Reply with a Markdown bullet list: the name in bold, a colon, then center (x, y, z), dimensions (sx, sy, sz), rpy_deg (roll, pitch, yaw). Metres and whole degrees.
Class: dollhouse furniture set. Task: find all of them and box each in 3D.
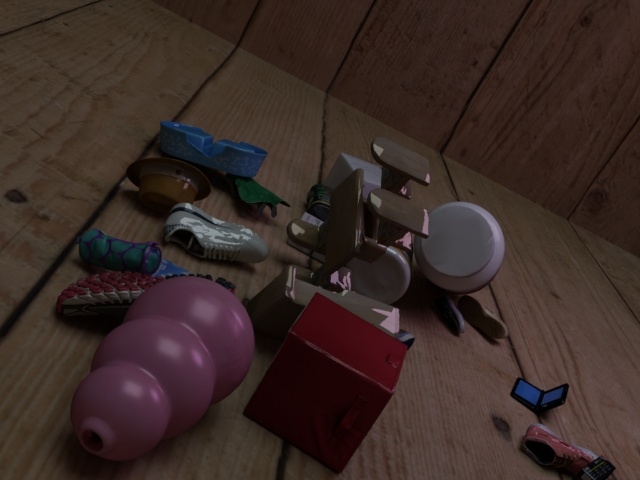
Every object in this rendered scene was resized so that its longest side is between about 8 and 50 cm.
- **dollhouse furniture set**: center (0.015, 0.019, 1.559), dimensions (0.257, 0.362, 0.394), rpy_deg (22, 53, -23)

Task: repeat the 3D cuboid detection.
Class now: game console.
- **game console**: center (0.531, 0.360, 1.815), dimensions (0.071, 0.107, 0.122), rpy_deg (61, 26, 1)

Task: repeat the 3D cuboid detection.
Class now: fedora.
- **fedora**: center (-0.344, -0.111, 1.690), dimensions (0.194, 0.194, 0.079), rpy_deg (19, 61, -25)

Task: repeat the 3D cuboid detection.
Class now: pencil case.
- **pencil case**: center (-0.364, 0.022, 1.366), dimensions (0.152, 0.070, 0.064), rpy_deg (13, 2, 19)

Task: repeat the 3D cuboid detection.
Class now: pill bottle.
- **pill bottle**: center (0.154, 0.042, 1.908), dimensions (0.162, 0.162, 0.278), rpy_deg (29, 22, -1)
- **pill bottle**: center (0.364, 0.023, 1.972), dimensions (0.229, 0.229, 0.408), rpy_deg (35, 2, 13)

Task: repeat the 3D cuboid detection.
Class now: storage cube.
- **storage cube**: center (0.013, 0.235, 1.284), dimensions (0.193, 0.183, 0.215), rpy_deg (31, 22, 4)

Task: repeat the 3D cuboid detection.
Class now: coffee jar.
- **coffee jar**: center (0.008, -0.089, 2.127), dimensions (0.096, 0.079, 0.184), rpy_deg (25, 23, -11)

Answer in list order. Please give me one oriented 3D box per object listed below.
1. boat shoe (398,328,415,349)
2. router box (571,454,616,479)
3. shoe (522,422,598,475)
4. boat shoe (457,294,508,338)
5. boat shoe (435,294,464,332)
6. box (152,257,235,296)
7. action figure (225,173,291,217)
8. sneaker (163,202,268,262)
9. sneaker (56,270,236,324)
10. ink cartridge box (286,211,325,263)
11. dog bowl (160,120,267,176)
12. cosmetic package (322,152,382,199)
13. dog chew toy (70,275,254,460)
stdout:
- **boat shoe**: center (0.139, 0.221, 1.646), dimensions (0.066, 0.066, 0.183), rpy_deg (35, 12, 26)
- **router box**: center (0.531, 0.486, 1.506), dimensions (0.038, 0.092, 0.122), rpy_deg (43, 25, 31)
- **shoe**: center (0.509, 0.458, 1.586), dimensions (0.178, 0.063, 0.081), rpy_deg (31, 22, 19)
- **boat shoe**: center (0.443, 0.213, 2.048), dimensions (0.059, 0.063, 0.170), rpy_deg (27, 16, -50)
- **boat shoe**: center (0.339, 0.196, 1.975), dimensions (0.040, 0.049, 0.142), rpy_deg (-10, 33, -6)
- **box**: center (-0.260, 0.099, 1.430), dimensions (0.178, 0.042, 0.109), rpy_deg (28, 21, -2)
- **action figure**: center (-0.192, -0.133, 1.996), dimensions (0.137, 0.063, 0.232), rpy_deg (9, 23, -39)
- **sneaker**: center (-0.228, 0.007, 1.640), dimensions (0.235, 0.090, 0.094), rpy_deg (21, 36, -13)
- **sneaker**: center (-0.289, 0.118, 1.275), dimensions (0.299, 0.112, 0.121), rpy_deg (5, 9, -23)
- **ink cartridge box**: center (0.000, 0.000, 1.943), dimensions (0.151, 0.063, 0.109), rpy_deg (29, 22, -2)
- **dog bowl**: center (-0.293, -0.243, 2.015), dimensions (0.297, 0.074, 0.166), rpy_deg (18, 13, 3)
- **cosmetic package**: center (0.116, -0.145, 2.287), dimensions (0.151, 0.151, 0.183), rpy_deg (18, 24, -27)
- **dog chew toy**: center (-0.230, 0.187, 1.081), dimensions (0.207, 0.206, 0.332), rpy_deg (32, 29, 5)
